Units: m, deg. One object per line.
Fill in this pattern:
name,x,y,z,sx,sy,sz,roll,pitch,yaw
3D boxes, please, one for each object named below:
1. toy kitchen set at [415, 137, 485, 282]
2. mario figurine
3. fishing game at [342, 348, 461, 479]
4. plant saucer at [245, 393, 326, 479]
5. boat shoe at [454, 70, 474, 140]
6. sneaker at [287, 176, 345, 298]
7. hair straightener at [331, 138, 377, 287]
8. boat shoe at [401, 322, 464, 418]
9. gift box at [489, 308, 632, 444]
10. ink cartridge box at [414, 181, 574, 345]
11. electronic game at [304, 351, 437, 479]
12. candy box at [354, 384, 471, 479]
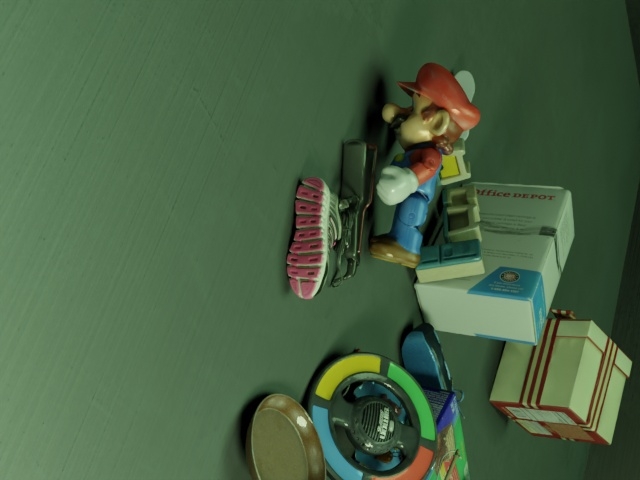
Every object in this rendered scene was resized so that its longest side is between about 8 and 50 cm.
toy kitchen set,0.221,-0.058,1.673,0.207,0.122,0.166,-85,159,-46
mario figurine,0.129,-0.129,1.455,0.170,0.198,0.321,14,92,-33
fishing game,0.118,0.302,1.446,0.264,0.041,0.189,49,42,-6
plant saucer,-0.050,0.292,1.231,0.168,0.029,0.168,42,37,-42
boat shoe,0.267,-0.257,1.767,0.040,0.049,0.142,138,-41,-83
sneaker,0.000,0.000,1.289,0.075,0.063,0.170,16,75,-55
hair straightener,0.037,-0.042,1.384,0.089,0.047,0.230,13,88,-61
boat shoe,0.219,0.274,1.699,0.089,0.109,0.258,-45,135,-54
gift box,0.559,0.315,2.195,0.255,0.276,0.258,43,60,-40
ink cartridge box,0.344,0.035,1.762,0.307,0.223,0.129,-59,143,-39
electronic game,0.079,0.279,1.380,0.229,0.048,0.229,14,58,-24
candy box,0.148,0.451,1.578,0.317,0.122,0.268,-52,138,-43
